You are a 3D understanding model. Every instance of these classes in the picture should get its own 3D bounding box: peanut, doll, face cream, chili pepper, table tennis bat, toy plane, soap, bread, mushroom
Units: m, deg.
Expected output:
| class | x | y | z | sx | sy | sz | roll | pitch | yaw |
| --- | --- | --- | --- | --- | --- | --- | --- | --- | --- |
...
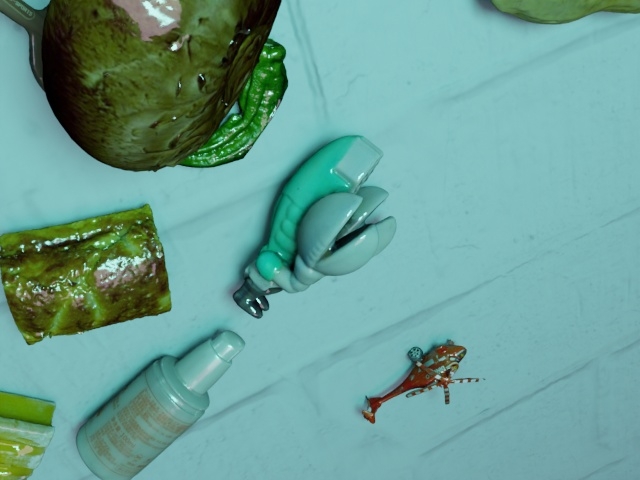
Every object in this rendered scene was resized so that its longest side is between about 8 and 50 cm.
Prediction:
| class | x | y | z | sx | sy | sz | roll | pitch | yaw |
| --- | --- | --- | --- | --- | --- | --- | --- | --- | --- |
| peanut | 0.321 | -0.328 | 0.727 | 0.274 | 0.111 | 0.125 | -13 | 118 | -16 |
| doll | 0.007 | -0.010 | 0.778 | 0.153 | 0.195 | 0.258 | 37 | 132 | -1 |
| face cream | -0.207 | 0.213 | 0.826 | 0.251 | 0.101 | 0.101 | -42 | 125 | 4 |
| chili pepper | -0.095 | -0.146 | 0.697 | 0.073 | 0.050 | 0.182 | 29 | 107 | -40 |
| table tennis bat | -0.288 | -0.209 | 0.605 | 0.170 | 0.119 | 0.108 | 32 | 82 | -59 |
| toy plane | 0.162 | 0.239 | 1.016 | 0.126 | 0.077 | 0.194 | 31 | 111 | -30 |
| soap | -0.469 | 0.247 | 0.752 | 0.232 | 0.073 | 0.140 | 23 | 109 | -32 |
| bread | -0.265 | 0.043 | 0.701 | 0.172 | 0.103 | 0.132 | -13 | 129 | -20 |
| mushroom | -0.126 | -0.195 | 0.534 | 0.163 | 0.278 | 0.297 | 18 | 151 | -12 |
